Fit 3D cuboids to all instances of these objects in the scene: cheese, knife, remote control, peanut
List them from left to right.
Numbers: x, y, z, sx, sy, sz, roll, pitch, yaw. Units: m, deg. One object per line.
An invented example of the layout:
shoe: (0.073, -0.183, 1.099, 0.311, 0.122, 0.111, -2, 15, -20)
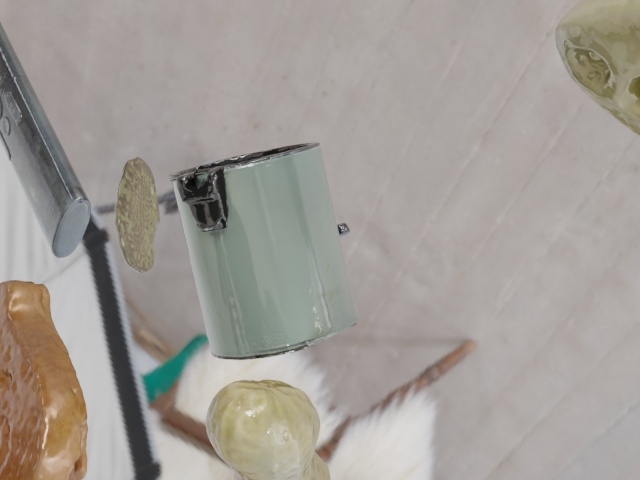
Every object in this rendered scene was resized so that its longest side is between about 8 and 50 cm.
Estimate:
remote control: (-0.378, -0.153, 1.356, 0.377, 0.044, 0.107, 58, 134, 28)
peanut: (-0.052, 0.240, 1.241, 0.111, 0.125, 0.274, 22, 150, 25)
knife: (0.000, 0.000, 1.773, 0.121, 0.031, 0.018, -27, 80, 33)
cheese: (0.437, -0.162, 1.254, 0.328, 0.129, 0.351, 10, 136, 45)

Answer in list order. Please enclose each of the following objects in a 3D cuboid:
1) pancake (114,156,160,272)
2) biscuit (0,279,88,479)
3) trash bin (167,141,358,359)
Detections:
pancake: (-0.355, -0.052, 2.126, 0.029, 0.235, 0.212, -3, 136, 11)
biscuit: (-0.344, 0.260, 1.059, 0.078, 0.455, 0.349, 17, 173, -43)
trash bin: (-0.079, 0.010, 1.525, 0.217, 0.277, 0.262, -8, 98, 31)
